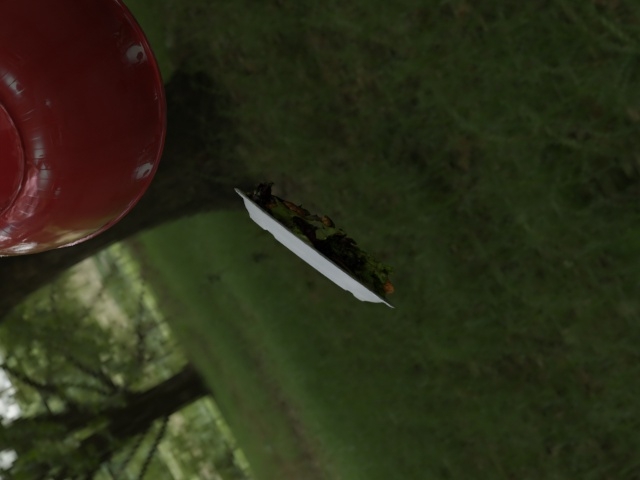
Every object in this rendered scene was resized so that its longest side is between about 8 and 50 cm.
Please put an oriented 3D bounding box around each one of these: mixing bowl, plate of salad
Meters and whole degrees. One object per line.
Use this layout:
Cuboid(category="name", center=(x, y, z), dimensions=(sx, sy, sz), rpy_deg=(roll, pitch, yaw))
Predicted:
Cuboid(category="mixing bowl", center=(-0.181, -0.062, 0.662), dimensions=(0.098, 0.181, 0.181), rpy_deg=(-70, -43, -67))
Cuboid(category="plate of salad", center=(0.000, 0.000, 1.235), dimensions=(0.200, 0.048, 0.200), rpy_deg=(37, -179, -1))
